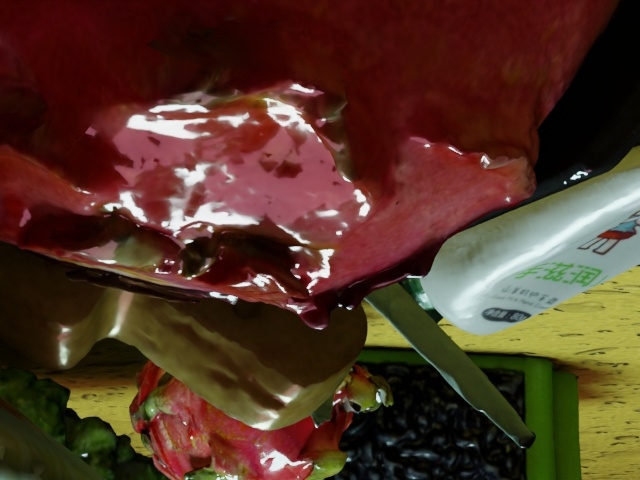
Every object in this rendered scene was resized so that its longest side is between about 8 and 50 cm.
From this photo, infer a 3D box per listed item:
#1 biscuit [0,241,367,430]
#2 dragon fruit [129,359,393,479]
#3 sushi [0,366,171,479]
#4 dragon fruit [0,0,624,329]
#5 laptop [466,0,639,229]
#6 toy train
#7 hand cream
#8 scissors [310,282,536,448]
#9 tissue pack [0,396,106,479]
[{"bbox_3d":[-0.083,-0.027,0.557,0.238,0.212,0.041,6,130,-18],"label":"biscuit"},{"bbox_3d":[-0.039,0.121,1.184,0.166,0.160,0.172,34,153,-22],"label":"dragon fruit"},{"bbox_3d":[-0.222,0.210,1.332,0.294,0.178,0.352,22,169,23],"label":"sushi"},{"bbox_3d":[-0.047,-0.083,0.442,0.261,0.163,0.189,-2,137,18],"label":"dragon fruit"},{"bbox_3d":[0.088,-0.049,0.547,0.016,0.135,0.197,42,165,-5],"label":"laptop"},{"bbox_3d":[0.079,0.186,1.408,0.307,0.173,0.249,4,157,-6],"label":"toy train"},{"bbox_3d":[0.167,-0.019,0.810,0.336,0.076,0.121,-20,156,40],"label":"hand cream"},{"bbox_3d":[0.000,0.000,0.641,0.144,0.017,0.248,8,-152,-23],"label":"scissors"},{"bbox_3d":[-0.267,0.029,0.524,0.388,0.162,0.287,33,173,16],"label":"tissue pack"}]
